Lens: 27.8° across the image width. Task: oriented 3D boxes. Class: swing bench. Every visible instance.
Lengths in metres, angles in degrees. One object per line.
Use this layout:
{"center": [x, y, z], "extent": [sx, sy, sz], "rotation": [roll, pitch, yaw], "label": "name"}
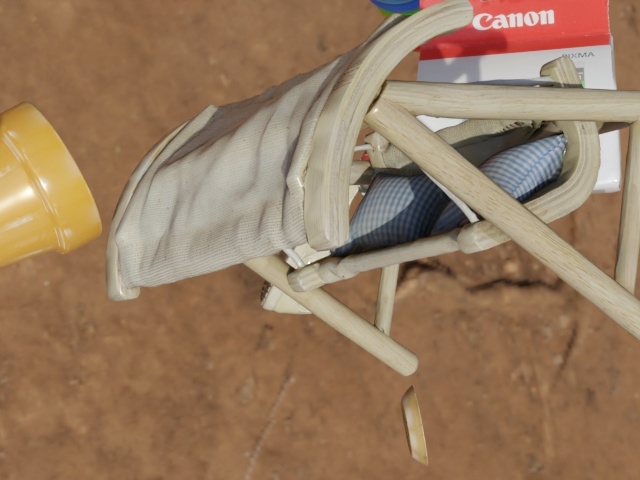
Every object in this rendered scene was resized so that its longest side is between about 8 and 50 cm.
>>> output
{"center": [0.039, -0.028, 0.790], "extent": [0.254, 0.253, 0.165], "rotation": [18, 73, -31], "label": "swing bench"}

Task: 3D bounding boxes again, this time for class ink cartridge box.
{"center": [0.175, -0.151, 1.168], "extent": [0.056, 0.181, 0.225], "rotation": [21, 66, -76], "label": "ink cartridge box"}

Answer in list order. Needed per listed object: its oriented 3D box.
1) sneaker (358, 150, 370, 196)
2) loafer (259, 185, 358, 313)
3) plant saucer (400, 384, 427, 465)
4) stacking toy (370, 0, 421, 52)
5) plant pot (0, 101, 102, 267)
{"center": [0.177, -0.126, 1.763], "extent": [0.107, 0.279, 0.118], "rotation": [50, 40, -52], "label": "sneaker"}
{"center": [0.000, 0.000, 2.010], "extent": [0.092, 0.268, 0.102], "rotation": [27, 11, -16], "label": "loafer"}
{"center": [0.095, 0.191, 1.322], "extent": [0.083, 0.015, 0.083], "rotation": [170, -90, -89], "label": "plant saucer"}
{"center": [0.113, -0.341, 1.735], "extent": [0.330, 0.141, 0.141], "rotation": [53, 29, -71], "label": "stacking toy"}
{"center": [-0.419, -0.049, 1.688], "extent": [0.188, 0.205, 0.205], "rotation": [-31, 105, -19], "label": "plant pot"}
